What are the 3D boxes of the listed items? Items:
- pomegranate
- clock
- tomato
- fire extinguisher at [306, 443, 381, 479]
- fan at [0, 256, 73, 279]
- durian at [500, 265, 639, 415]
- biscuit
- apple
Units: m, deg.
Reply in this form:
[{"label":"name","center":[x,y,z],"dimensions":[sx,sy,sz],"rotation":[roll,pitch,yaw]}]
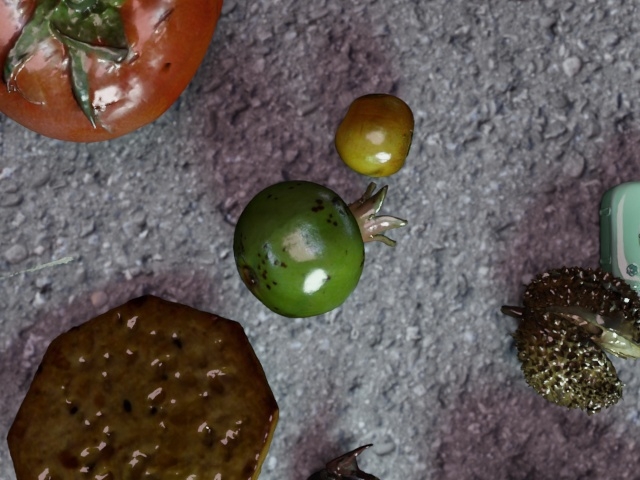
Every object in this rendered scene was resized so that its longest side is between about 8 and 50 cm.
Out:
[{"label":"pomegranate","center":[0.000,0.000,1.118],"dimensions":[0.224,0.181,0.181],"rotation":[-20,86,-24]},{"label":"clock","center":[0.479,-0.003,1.169],"dimensions":[0.188,0.060,0.148],"rotation":[3,85,-1]},{"label":"tomato","center":[-0.291,-0.290,1.080],"dimensions":[0.341,0.273,0.341],"rotation":[-1,96,-11]},{"label":"fire extinguisher","center":[0.049,0.433,1.105],"dimensions":[0.141,0.105,0.341],"rotation":[-9,87,31]},{"label":"fan","center":[-0.485,0.064,1.174],"dimensions":[0.310,0.010,0.182],"rotation":[-14,87,1]},{"label":"durian","center":[0.328,0.125,1.125],"dimensions":[0.196,0.167,0.196],"rotation":[-1,61,2]},{"label":"biscuit","center":[-0.227,0.237,1.102],"dimensions":[0.359,0.046,0.359],"rotation":[-3,66,7]},{"label":"apple","center":[0.073,-0.143,1.155],"dimensions":[0.102,0.099,0.114],"rotation":[16,89,3]}]
